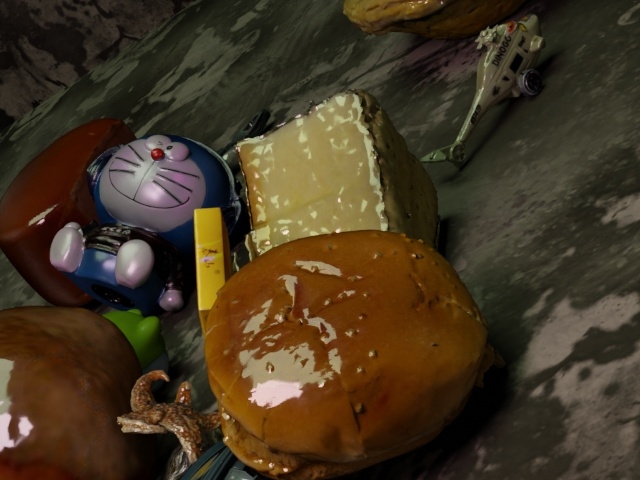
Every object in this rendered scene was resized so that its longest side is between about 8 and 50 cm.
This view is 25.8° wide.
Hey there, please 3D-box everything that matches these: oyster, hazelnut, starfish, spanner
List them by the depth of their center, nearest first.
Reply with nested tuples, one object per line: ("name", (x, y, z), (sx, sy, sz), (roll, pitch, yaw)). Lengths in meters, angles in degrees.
("starfish", (-0.177, 0.219, 1.680), (0.150, 0.053, 0.209), (0, 18, -24))
("oyster", (-0.165, 0.291, 1.734), (0.125, 0.064, 0.177), (-28, 31, 60))
("hazelnut", (-0.373, 0.259, 1.782), (0.366, 0.366, 0.366), (-33, 23, 16))
("spanner", (-0.190, -0.125, 2.563), (0.095, 0.040, 0.325), (-4, 43, 54))

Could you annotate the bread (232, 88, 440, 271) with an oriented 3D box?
("bread", (0.000, 0.000, 1.763), (0.248, 0.279, 0.315), (-25, 20, 22))

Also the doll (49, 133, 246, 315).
("doll", (-0.274, -0.038, 2.296), (0.284, 0.240, 0.310), (17, 67, 16))

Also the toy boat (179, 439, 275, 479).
("toy boat", (-0.115, 0.317, 1.533), (0.122, 0.114, 0.296), (6, 46, 34))

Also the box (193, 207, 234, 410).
("box", (-0.122, 0.100, 1.732), (0.043, 0.269, 0.152), (-6, 53, -3))

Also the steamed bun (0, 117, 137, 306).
("steamed bun", (-0.456, -0.044, 2.566), (0.248, 0.235, 0.379), (-25, 27, 27))

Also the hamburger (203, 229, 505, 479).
("hamburger", (0.029, 0.120, 1.519), (0.314, 0.170, 0.290), (-16, 46, -4))

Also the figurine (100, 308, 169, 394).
("figurine", (-0.320, 0.217, 2.021), (0.263, 0.143, 0.162), (-56, 20, -10))

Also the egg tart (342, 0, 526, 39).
("egg tart", (0.243, -0.463, 2.338), (0.443, 0.178, 0.443), (-33, 21, 15))

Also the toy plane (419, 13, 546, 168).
("toy plane", (0.240, -0.214, 1.993), (0.092, 0.108, 0.286), (2, 59, 57))
